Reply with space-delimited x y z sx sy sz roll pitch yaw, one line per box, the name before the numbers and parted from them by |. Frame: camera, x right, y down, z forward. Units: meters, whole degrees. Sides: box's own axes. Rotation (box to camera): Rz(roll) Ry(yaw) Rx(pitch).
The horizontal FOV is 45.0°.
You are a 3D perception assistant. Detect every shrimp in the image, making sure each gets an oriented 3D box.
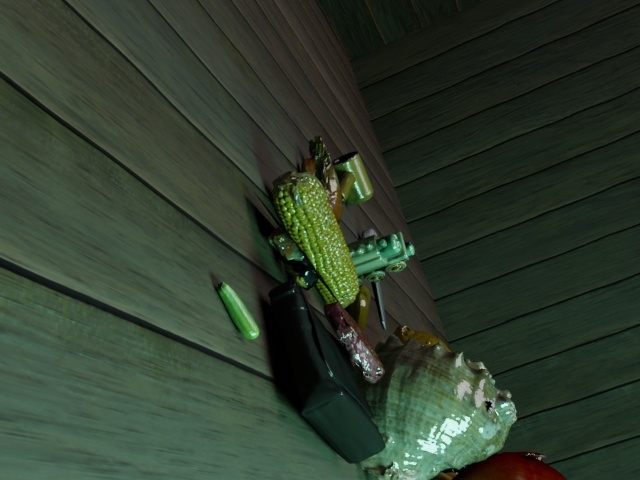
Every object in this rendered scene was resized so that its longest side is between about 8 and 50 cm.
shrimp | -0.002 -0.142 1.813 0.150 0.068 0.249 44 31 -50

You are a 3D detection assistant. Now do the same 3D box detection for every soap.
soap | 0.083 0.146 1.662 0.140 0.045 0.089 -52 144 -79

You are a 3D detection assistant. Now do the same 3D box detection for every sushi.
sushi | -0.049 0.033 1.321 0.193 0.040 0.210 50 -4 36

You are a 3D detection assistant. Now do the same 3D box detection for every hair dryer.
hair dryer | 0.073 -0.142 2.120 0.279 0.090 0.135 -62 131 -66

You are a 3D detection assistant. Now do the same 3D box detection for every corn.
corn | 0.000 0.000 1.470 0.106 0.106 0.293 -87 152 -64

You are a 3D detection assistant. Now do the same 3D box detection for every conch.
conch | 0.202 0.290 1.391 0.297 0.210 0.352 41 30 11

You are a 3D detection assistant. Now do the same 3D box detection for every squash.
squash | -0.108 0.091 1.013 0.089 0.027 0.027 62 13 -12

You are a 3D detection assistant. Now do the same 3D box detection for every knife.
knife | 0.153 0.112 2.133 0.081 0.043 0.336 63 17 -51

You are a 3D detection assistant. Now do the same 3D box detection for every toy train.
toy train | 0.093 0.038 1.592 0.125 0.194 0.081 34 39 -59

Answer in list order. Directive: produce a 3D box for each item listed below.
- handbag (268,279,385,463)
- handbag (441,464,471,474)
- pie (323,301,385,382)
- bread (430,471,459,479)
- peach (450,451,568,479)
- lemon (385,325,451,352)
handbag | 0.002 0.206 1.181 0.247 0.080 0.223 58 5 -50
handbag | 0.344 0.540 1.952 0.229 0.127 0.208 57 22 -43
pie | 0.057 0.169 1.286 0.153 0.038 0.153 58 1 -2
bread | 0.332 0.634 1.745 0.311 0.121 0.173 55 16 -49
peach | 0.358 0.562 1.433 0.370 0.370 0.370 -22 90 -78
lemon | 0.205 0.299 1.633 0.188 0.188 0.257 -47 118 -77
